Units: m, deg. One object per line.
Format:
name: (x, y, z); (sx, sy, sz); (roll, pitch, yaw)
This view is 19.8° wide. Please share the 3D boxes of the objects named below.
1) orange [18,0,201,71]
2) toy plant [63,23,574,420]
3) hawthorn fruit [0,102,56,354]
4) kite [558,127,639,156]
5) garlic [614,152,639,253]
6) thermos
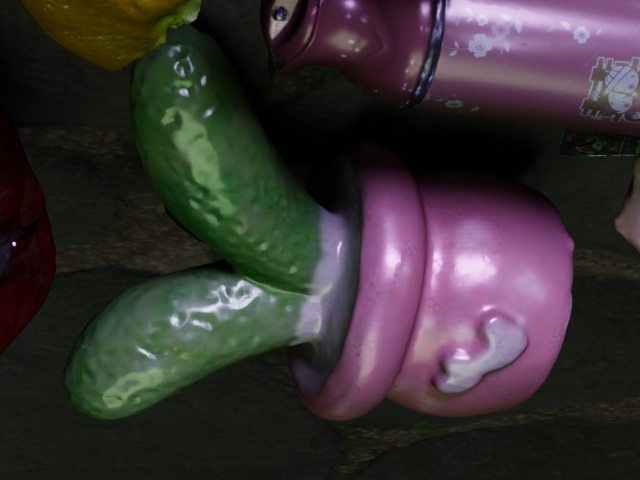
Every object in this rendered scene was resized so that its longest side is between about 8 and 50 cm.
orange: (-0.082, -0.194, 0.937); (0.237, 0.179, 0.158); (-17, 152, 35)
toy plant: (0.006, 0.003, 1.356); (0.356, 0.210, 0.317); (11, 119, -13)
hawthorn fruit: (-0.335, 0.004, 1.260); (0.311, 0.295, 0.295); (-16, 150, 37)
kite: (0.214, -0.078, 1.379); (0.090, 0.004, 0.122); (-19, 149, 36)
garlic: (0.416, -0.021, 1.303); (0.340, 0.245, 0.231); (-26, 177, 40)
thermos: (0.128, -0.135, 1.141); (0.330, 0.109, 0.136); (6, 154, -11)
